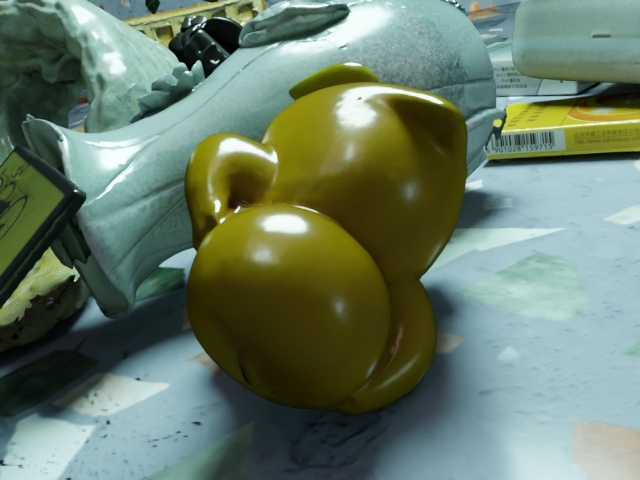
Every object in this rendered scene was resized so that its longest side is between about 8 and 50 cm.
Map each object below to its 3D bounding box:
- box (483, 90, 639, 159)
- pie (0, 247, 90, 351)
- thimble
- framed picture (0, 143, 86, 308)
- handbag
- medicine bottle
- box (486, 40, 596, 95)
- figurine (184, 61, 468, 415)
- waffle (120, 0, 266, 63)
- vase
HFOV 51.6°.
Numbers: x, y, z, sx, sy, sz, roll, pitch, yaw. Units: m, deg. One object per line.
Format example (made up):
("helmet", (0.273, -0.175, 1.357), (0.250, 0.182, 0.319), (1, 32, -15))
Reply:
("box", (0.335, -0.139, 0.771), (0.269, 0.043, 0.152), (1, 25, 33))
("pie", (-0.351, 0.057, 0.690), (0.274, 0.055, 0.274), (-12, 21, 5))
("thimble", (-0.314, -0.147, 0.842), (0.291, 0.291, 0.195), (-5, -6, 21))
("framed picture", (-0.275, 0.078, 0.417), (0.324, 0.013, 0.244), (-54, 32, -8))
("handbag", (-0.100, -0.206, 0.935), (0.113, 0.257, 0.285), (-46, 23, 5))
("medicine bottle", (0.441, -0.269, 0.846), (0.375, 0.123, 0.282), (-15, 21, -33))
("box", (0.357, -0.294, 1.111), (0.155, 0.067, 0.243), (-30, 26, -31))
("figurine", (0.006, -0.007, 0.446), (0.228, 0.215, 0.215), (-53, 33, -10))
("waffle", (-0.277, -0.370, 1.416), (0.376, 0.261, 0.114), (-12, 17, 3))
("vase", (-0.046, -0.093, 0.644), (0.445, 0.250, 0.250), (-25, 24, -25))
